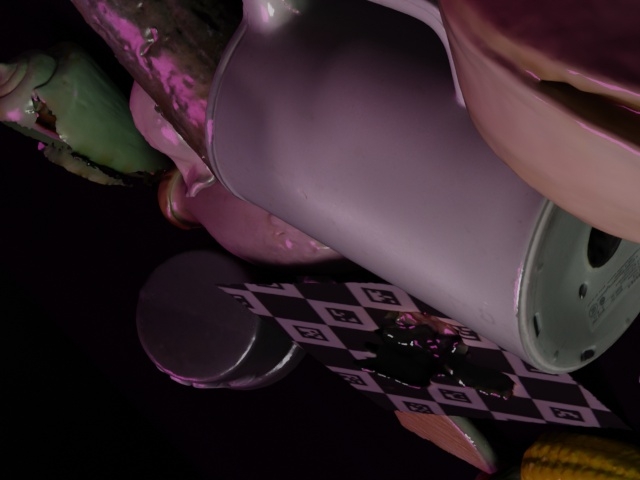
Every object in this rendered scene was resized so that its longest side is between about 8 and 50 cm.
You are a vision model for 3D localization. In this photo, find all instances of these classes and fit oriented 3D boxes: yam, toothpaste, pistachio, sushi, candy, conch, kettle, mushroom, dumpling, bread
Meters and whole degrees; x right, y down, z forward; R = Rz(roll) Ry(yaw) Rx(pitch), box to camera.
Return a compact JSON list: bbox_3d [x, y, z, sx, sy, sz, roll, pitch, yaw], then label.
[{"bbox_3d":[-0.124,-0.178,1.303,0.330,0.133,0.133,46,161,-7],"label":"yam"},{"bbox_3d":[0.067,0.080,1.611,0.248,0.047,0.078,29,159,2],"label":"toothpaste"},{"bbox_3d":[0.197,-0.091,0.756,0.332,0.226,0.208,42,123,28],"label":"pistachio"},{"bbox_3d":[0.114,0.091,1.473,0.320,0.069,0.339,-2,150,41],"label":"sushi"},{"bbox_3d":[0.299,0.250,1.500,0.106,0.094,0.199,11,170,-28],"label":"candy"},{"bbox_3d":[-0.281,-0.132,1.701,0.250,0.137,0.143,47,160,-16],"label":"conch"},{"bbox_3d":[0.074,-0.070,1.023,0.318,0.205,0.265,30,-177,37],"label":"kettle"},{"bbox_3d":[-0.058,-0.035,1.509,0.350,0.128,0.128,18,151,56],"label":"mushroom"},{"bbox_3d":[-0.151,-0.139,1.488,0.169,0.100,0.134,58,159,-14],"label":"dumpling"},{"bbox_3d":[0.147,0.219,1.815,0.193,0.036,0.112,21,148,53],"label":"bread"}]

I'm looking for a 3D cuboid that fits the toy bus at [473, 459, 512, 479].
[{"bbox_3d":[0.259,0.351,1.817,0.174,0.079,0.077,47,-176,-17],"label":"toy bus"}]

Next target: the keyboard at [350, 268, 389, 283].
[{"bbox_3d":[0.000,0.000,1.637,0.250,0.017,0.087,26,156,37],"label":"keyboard"}]

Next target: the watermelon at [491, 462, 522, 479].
[{"bbox_3d":[0.275,0.380,1.696,0.204,0.127,0.232,-21,115,34],"label":"watermelon"}]

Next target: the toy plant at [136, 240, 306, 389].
[{"bbox_3d":[-0.099,0.092,1.731,0.400,0.279,0.185,13,-122,-76],"label":"toy plant"}]
